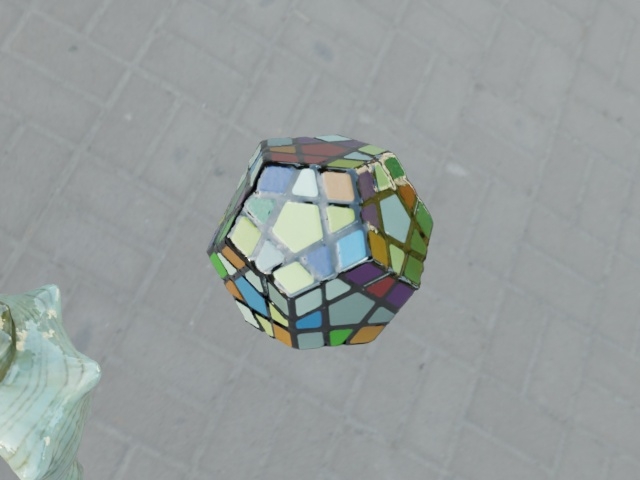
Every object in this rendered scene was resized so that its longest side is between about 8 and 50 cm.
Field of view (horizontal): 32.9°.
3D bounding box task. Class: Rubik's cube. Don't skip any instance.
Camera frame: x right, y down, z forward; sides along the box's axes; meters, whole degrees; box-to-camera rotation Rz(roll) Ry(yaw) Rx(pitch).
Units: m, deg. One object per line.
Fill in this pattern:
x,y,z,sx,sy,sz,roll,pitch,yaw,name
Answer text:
0.000,0.000,0.633,0.112,0.133,0.133,-38,87,-24,Rubik's cube

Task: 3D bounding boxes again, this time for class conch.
-0.195,0.092,0.706,0.114,0.137,0.234,-45,123,-2,conch
